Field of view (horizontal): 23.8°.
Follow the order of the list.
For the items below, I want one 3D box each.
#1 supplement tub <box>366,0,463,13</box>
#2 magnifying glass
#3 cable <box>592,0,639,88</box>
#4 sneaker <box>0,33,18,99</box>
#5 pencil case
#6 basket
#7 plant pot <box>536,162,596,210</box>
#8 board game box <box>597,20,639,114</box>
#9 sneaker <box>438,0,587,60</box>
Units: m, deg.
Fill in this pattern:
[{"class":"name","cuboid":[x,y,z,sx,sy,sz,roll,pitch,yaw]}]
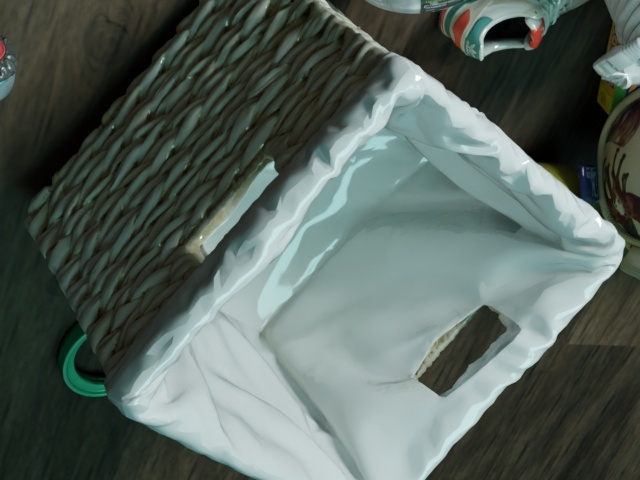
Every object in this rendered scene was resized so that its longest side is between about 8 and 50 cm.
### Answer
[{"class":"supplement tub","cuboid":[0.072,-0.279,1.150,0.117,0.117,0.190,-16,133,-14]},{"class":"magnifying glass","cuboid":[-0.149,0.061,1.402,0.231,0.026,0.092,-44,134,10]},{"class":"cable","cuboid":[0.360,-0.232,1.260,0.257,0.089,0.257,-9,157,-41]},{"class":"sneaker","cuboid":[-0.349,-0.091,1.131,0.262,0.104,0.125,-18,152,-7]},{"class":"pencil case","cuboid":[0.440,-0.052,1.477,0.410,0.160,0.183,3,114,-40]},{"class":"basket","cuboid":[0.000,0.000,1.232,0.328,0.266,0.331,-49,133,8]},{"class":"plant pot","cuboid":[0.209,-0.023,1.457,0.095,0.134,0.134,-37,142,-30]},{"class":"board game box","cuboid":[0.332,-0.218,1.399,0.124,0.039,0.259,-11,130,-17]},{"class":"sneaker","cuboid":[0.188,-0.196,1.313,0.161,0.075,0.057,-20,135,-10]}]
